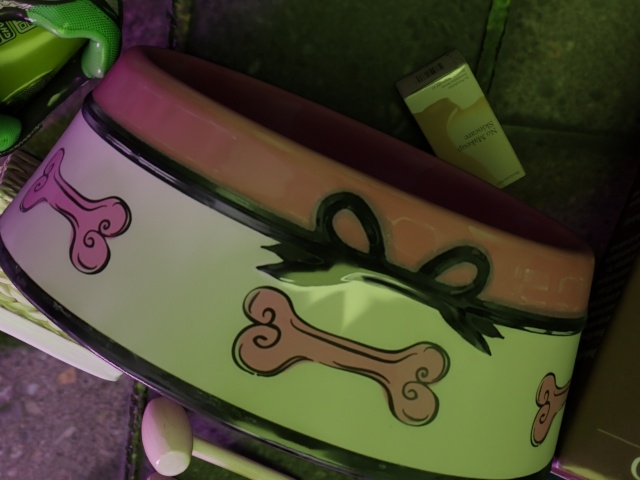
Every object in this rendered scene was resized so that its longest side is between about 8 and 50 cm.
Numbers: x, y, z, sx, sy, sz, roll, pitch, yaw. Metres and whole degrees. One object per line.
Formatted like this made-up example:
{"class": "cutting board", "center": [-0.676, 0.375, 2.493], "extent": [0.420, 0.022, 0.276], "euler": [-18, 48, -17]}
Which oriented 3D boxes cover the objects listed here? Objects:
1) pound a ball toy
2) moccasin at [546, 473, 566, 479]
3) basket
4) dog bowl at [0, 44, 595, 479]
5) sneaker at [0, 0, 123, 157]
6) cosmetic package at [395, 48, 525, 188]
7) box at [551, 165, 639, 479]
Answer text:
{"class": "pound a ball toy", "center": [-0.082, 0.317, 1.040], "extent": [0.319, 0.135, 0.208], "euler": [34, 109, -22]}
{"class": "moccasin", "center": [0.129, 0.207, 0.926], "extent": [0.342, 0.137, 0.117], "euler": [35, 120, -26]}
{"class": "basket", "center": [-0.208, 0.017, 0.882], "extent": [0.167, 0.113, 0.103], "euler": [31, 106, -20]}
{"class": "dog bowl", "center": [0.000, 0.000, 0.748], "extent": [0.408, 0.408, 0.150], "euler": [22, 101, -17]}
{"class": "sneaker", "center": [-0.291, -0.100, 0.765], "extent": [0.343, 0.146, 0.134], "euler": [-33, 133, 7]}
{"class": "cosmetic package", "center": [0.115, -0.091, 0.900], "extent": [0.060, 0.041, 0.115], "euler": [-31, 117, 9]}
{"class": "box", "center": [0.314, 0.026, 0.812], "extent": [0.191, 0.143, 0.381], "euler": [23, 84, 4]}
